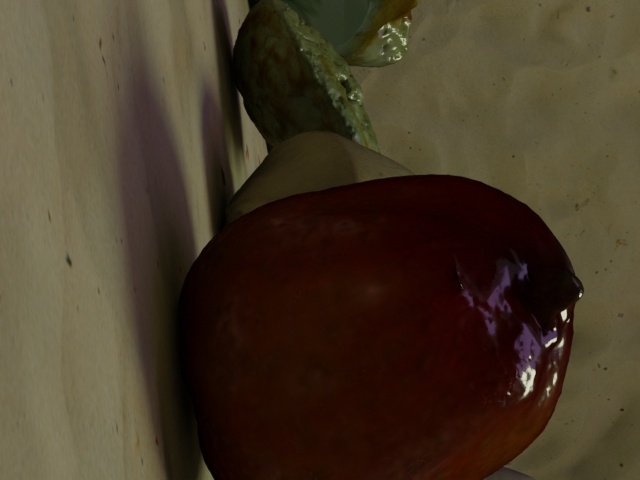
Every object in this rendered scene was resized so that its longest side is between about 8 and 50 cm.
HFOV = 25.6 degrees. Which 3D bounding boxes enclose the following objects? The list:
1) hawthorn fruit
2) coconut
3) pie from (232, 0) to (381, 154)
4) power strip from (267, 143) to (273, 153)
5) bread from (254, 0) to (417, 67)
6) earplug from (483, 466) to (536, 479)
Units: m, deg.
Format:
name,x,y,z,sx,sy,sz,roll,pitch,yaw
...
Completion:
name,x,y,z,sx,sy,sz,roll,pitch,yaw
hawthorn fruit,0.042,0.079,1.078,0.295,0.311,0.295,57,1,-2
coconut,0.000,0.000,1.387,0.224,0.224,0.224,-6,90,-86
pie,-0.011,-0.149,1.545,0.248,0.090,0.201,58,-22,4
power strip,-0.031,-0.107,1.986,0.105,0.070,0.257,-92,174,-46
bread,0.016,-0.370,1.908,0.395,0.239,0.264,82,9,-51
earplug,0.093,0.299,1.482,0.172,0.301,0.172,-5,90,-86
